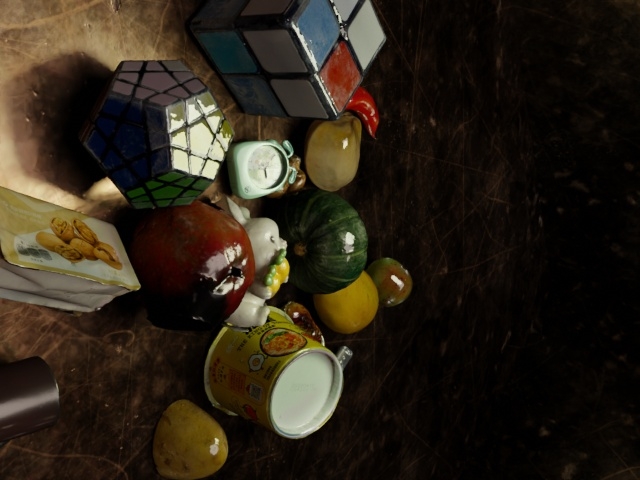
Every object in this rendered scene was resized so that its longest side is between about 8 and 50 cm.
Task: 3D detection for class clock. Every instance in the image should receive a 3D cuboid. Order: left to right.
[{"bbox_3d":[-0.151,-0.193,1.834,0.188,0.060,0.148,-12,103,-29],"label":"clock"}]

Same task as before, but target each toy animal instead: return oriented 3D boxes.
[{"bbox_3d":[-0.185,0.058,1.761,0.183,0.247,0.310,-16,121,-61],"label":"toy animal"}]

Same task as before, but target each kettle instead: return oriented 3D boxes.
[{"bbox_3d":[-0.635,0.328,1.297,0.232,0.144,0.202,-10,136,-47],"label":"kettle"}]

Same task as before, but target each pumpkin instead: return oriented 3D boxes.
[{"bbox_3d":[0.000,0.000,1.942,0.207,0.300,0.300,-23,116,-43],"label":"pumpkin"}]

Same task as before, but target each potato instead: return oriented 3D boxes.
[{"bbox_3d":[-0.309,0.517,1.755,0.178,0.158,0.203,23,75,-55],"label":"potato"}]

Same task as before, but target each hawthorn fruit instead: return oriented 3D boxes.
[{"bbox_3d":[-0.296,0.061,1.554,0.316,0.316,0.316,-16,111,-52],"label":"hawthorn fruit"}]

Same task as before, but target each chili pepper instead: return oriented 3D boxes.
[{"bbox_3d":[0.104,-0.414,2.171,0.368,0.092,0.137,8,102,-52],"label":"chili pepper"}]

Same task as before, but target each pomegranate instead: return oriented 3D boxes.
[{"bbox_3d":[0.216,0.162,2.406,0.209,0.180,0.180,-47,147,16],"label":"pomegranate"}]

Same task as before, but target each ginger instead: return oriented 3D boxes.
[{"bbox_3d":[-0.111,-0.168,1.943,0.162,0.073,0.103,-33,108,-31],"label":"ginger"}]

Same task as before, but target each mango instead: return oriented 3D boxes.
[{"bbox_3d":[0.076,0.170,2.163,0.211,0.173,0.317,-42,145,-14],"label":"mango"}]

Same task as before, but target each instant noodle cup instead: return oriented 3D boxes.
[{"bbox_3d":[-0.110,0.363,1.852,0.325,0.254,0.325,-14,112,-38],"label":"instant noodle cup"}]

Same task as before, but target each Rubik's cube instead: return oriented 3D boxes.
[{"bbox_3d":[-0.341,-0.218,1.444,0.264,0.319,0.319,-55,145,-74],"label":"Rubik's cube"},{"bbox_3d":[-0.071,-0.511,1.711,0.316,0.318,0.313,-60,141,-25],"label":"Rubik's cube"}]

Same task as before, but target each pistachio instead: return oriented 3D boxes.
[{"bbox_3d":[0.033,-0.249,2.059,0.213,0.163,0.260,-29,136,-24],"label":"pistachio"}]

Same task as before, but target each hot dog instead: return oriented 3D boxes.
[{"bbox_3d":[-0.064,0.296,2.101,0.162,0.082,0.270,-61,141,-23],"label":"hot dog"}]

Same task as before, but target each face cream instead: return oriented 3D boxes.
[{"bbox_3d":[0.013,0.466,2.252,0.291,0.071,0.144,-54,138,-31],"label":"face cream"}]

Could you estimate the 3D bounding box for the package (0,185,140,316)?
[{"bbox_3d":[-0.544,0.041,1.352,0.165,0.221,0.311,-43,149,15],"label":"package"}]
